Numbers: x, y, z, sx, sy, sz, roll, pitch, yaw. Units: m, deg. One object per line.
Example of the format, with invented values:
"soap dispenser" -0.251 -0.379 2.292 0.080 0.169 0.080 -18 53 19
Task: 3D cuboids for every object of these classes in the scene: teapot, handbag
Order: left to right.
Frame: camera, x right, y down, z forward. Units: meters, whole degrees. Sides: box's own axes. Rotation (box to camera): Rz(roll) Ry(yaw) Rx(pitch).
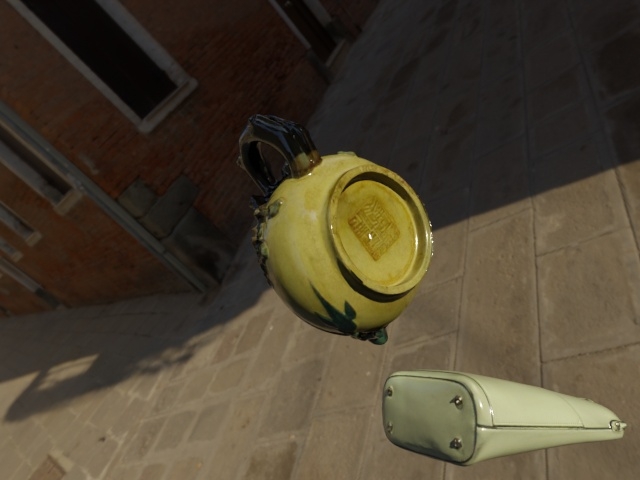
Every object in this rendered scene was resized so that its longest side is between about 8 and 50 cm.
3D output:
"teapot" 0.000 0.000 0.498 0.173 0.270 0.182 -45 12 -35
"handbag" 0.261 0.248 0.684 0.241 0.315 0.110 -18 62 61
